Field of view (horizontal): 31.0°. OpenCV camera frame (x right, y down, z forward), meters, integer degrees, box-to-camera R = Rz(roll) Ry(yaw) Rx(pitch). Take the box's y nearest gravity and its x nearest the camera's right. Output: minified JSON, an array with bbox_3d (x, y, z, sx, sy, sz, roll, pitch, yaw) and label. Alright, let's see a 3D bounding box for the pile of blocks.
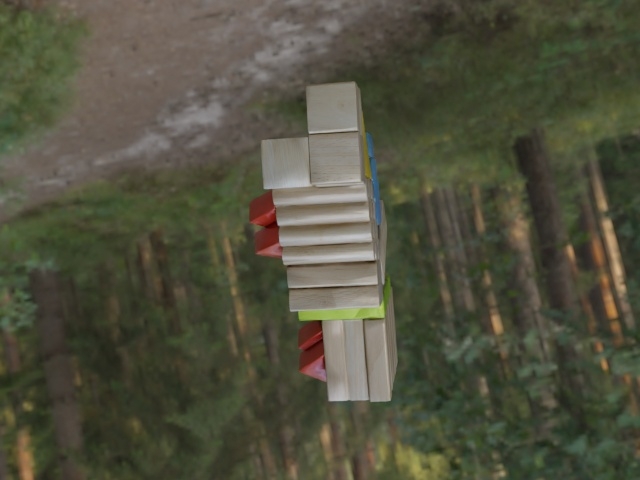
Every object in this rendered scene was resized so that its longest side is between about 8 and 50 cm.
[{"bbox_3d":[0.000,0.000,1.077,0.113,0.149,0.362,-3,128,8],"label":"pile of blocks"}]
